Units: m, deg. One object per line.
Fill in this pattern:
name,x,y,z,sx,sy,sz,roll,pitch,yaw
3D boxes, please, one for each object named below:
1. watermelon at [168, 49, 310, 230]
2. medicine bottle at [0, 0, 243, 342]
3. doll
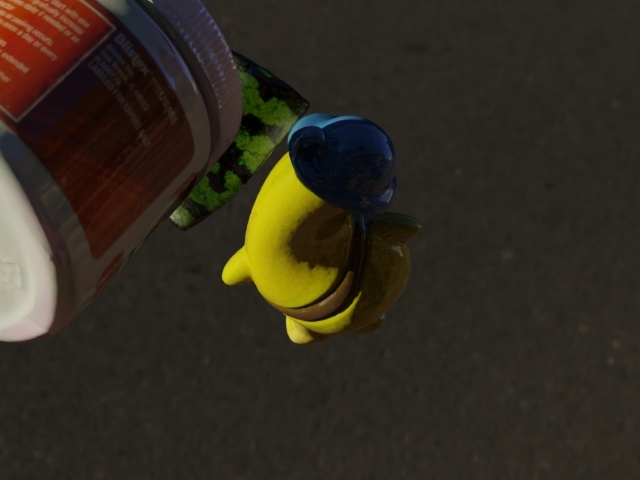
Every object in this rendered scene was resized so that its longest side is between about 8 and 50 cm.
watermelon,-0.098,-0.111,1.791,0.137,0.193,0.145,-9,1,-22
medicine bottle,-0.224,-0.085,1.461,0.252,0.252,0.241,25,54,21
doll,0.000,0.000,1.832,0.199,0.363,0.145,-14,59,-4
